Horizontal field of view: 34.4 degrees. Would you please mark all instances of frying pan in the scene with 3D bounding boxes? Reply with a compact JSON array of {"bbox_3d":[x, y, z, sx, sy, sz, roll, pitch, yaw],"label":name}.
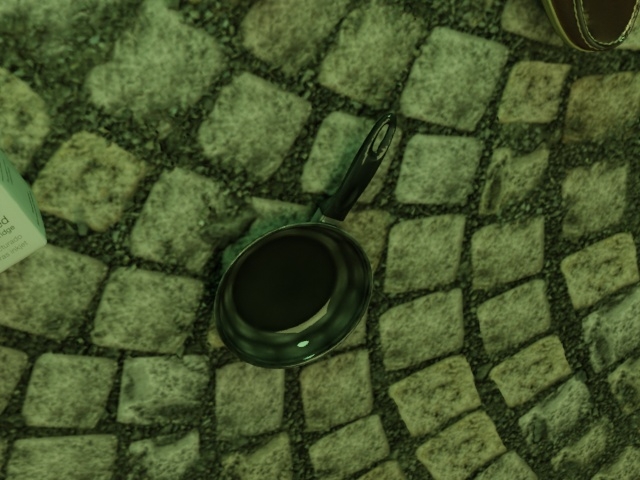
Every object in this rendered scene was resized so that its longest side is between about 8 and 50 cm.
[{"bbox_3d":[-0.028,0.005,1.183,0.197,0.053,0.326,-6,119,-21],"label":"frying pan"}]

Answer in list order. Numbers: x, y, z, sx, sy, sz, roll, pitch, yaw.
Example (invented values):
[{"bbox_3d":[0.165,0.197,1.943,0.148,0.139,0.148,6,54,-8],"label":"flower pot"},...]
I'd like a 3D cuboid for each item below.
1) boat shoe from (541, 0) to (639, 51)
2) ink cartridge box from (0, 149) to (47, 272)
[{"bbox_3d":[0.292,-0.334,1.015,0.123,0.123,0.342,-15,124,-16],"label":"boat shoe"},{"bbox_3d":[-0.412,-0.067,0.926,0.201,0.117,0.278,-32,126,-3],"label":"ink cartridge box"}]
